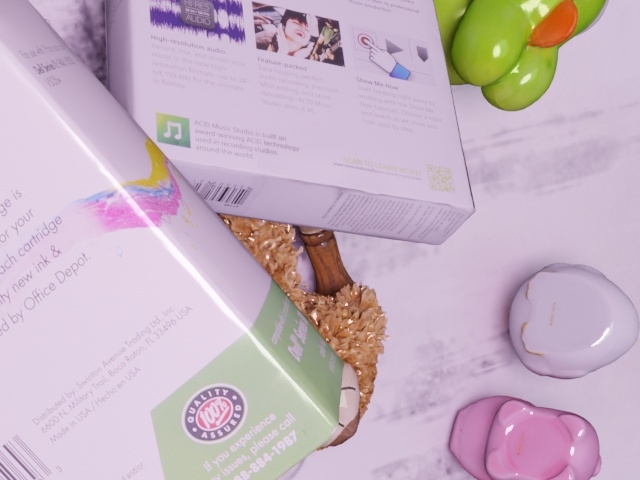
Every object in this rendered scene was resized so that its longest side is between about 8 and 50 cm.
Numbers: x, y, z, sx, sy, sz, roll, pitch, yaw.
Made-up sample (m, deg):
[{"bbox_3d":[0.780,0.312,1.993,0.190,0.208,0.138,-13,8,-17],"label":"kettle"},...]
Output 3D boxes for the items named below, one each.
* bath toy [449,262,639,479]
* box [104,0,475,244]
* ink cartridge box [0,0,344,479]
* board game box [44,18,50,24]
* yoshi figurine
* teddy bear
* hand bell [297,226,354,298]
[{"bbox_3d":[0.165,0.189,1.063,0.129,0.151,0.348,38,69,-65],"label":"bath toy"},{"bbox_3d":[-0.030,-0.159,0.869,0.232,0.058,0.322,9,58,-25],"label":"box"},{"bbox_3d":[-0.176,0.012,0.684,0.207,0.119,0.353,-39,97,11],"label":"ink cartridge box"},{"bbox_3d":[-0.342,-0.017,0.777,0.302,0.086,0.308,9,90,-33],"label":"board game box"},{"bbox_3d":[0.156,-0.262,1.015,0.203,0.203,0.362,24,69,1],"label":"yoshi figurine"},{"bbox_3d":[-0.081,0.067,0.861,0.245,0.113,0.338,-55,127,-19],"label":"teddy bear"},{"bbox_3d":[0.000,0.000,0.986,0.126,0.126,0.242,-31,121,-23],"label":"hand bell"}]
